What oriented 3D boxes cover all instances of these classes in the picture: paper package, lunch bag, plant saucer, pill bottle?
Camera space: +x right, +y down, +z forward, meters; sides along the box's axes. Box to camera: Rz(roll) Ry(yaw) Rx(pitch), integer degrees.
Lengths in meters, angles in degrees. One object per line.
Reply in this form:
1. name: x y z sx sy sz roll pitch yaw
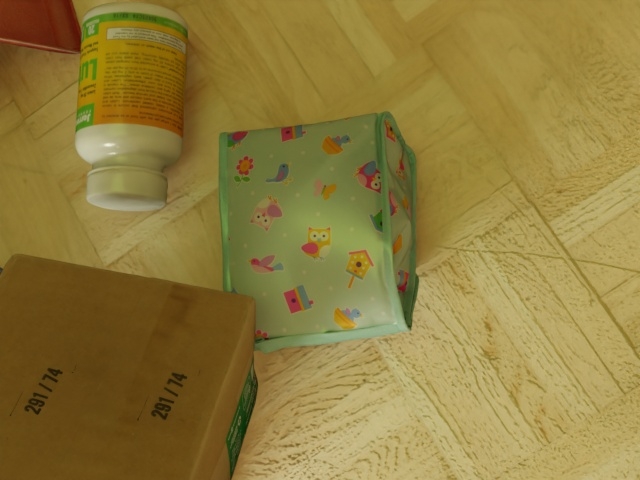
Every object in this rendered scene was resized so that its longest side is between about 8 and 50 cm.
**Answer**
1. paper package: -0.245 0.204 1.427 0.310 0.168 0.324 11 48 6
2. lunch bag: 0.000 0.000 1.563 0.224 0.160 0.262 -7 71 15
3. plant saucer: -0.454 -0.364 1.751 0.048 0.259 0.258 -31 69 34
4. pill bottle: -0.242 -0.167 1.685 0.136 0.136 0.245 -2 78 17

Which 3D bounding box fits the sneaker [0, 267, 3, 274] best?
1. sneaker: -0.424 0.162 1.676 0.112 0.131 0.296 -18 72 15
